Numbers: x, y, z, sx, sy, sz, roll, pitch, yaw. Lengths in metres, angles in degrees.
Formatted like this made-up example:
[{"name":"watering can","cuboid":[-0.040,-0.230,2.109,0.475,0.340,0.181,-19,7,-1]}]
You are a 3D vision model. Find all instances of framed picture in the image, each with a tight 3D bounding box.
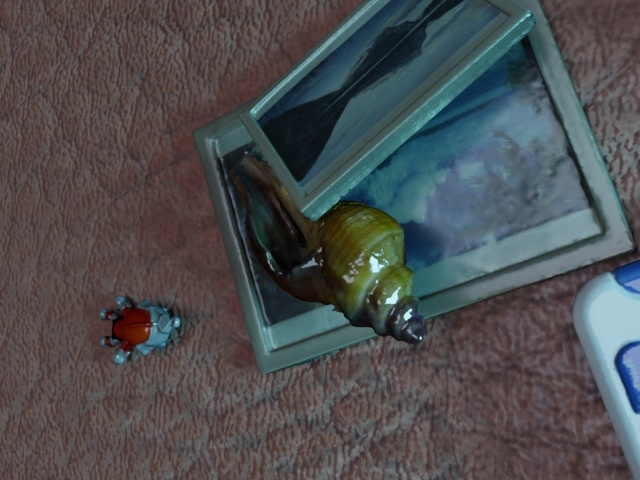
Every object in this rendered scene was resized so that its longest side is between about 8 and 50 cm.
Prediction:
[{"name":"framed picture","cuboid":[0.037,-0.123,0.554,0.203,0.015,0.150,-41,44,8]},{"name":"framed picture","cuboid":[0.051,-0.046,0.590,0.315,0.024,0.232,-23,77,24]}]

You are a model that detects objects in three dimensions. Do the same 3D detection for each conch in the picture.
[{"name":"conch","cuboid":[0.001,0.006,0.562,0.232,0.080,0.086,23,62,45]}]

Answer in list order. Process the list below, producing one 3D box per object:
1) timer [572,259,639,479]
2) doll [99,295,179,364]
[{"name":"timer","cuboid":[0.275,0.117,0.439,0.178,0.078,0.253,-22,77,22]},{"name":"doll","cuboid":[-0.162,0.080,0.682,0.114,0.039,0.057,-8,50,39]}]
